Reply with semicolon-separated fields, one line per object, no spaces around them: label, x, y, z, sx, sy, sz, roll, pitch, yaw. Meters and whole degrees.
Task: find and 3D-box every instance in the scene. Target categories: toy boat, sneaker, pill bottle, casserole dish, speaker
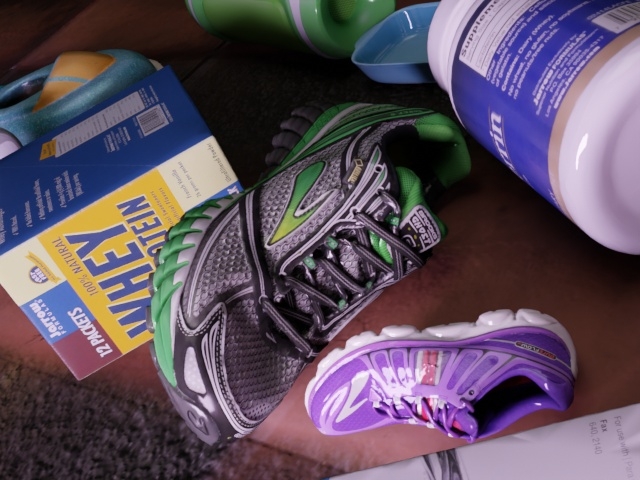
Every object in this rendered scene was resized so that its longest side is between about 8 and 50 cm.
toy boat;-0.305;-0.123;1.098;0.267;0.148;0.318;-19;33;15
sneaker;0.000;0.000;0.704;0.146;0.134;0.343;-1;40;35
pill bottle;0.183;-0.112;0.703;0.153;0.153;0.264;-30;32;-2
casserole dish;0.118;-0.196;0.982;0.188;0.037;0.114;7;46;42
speaker;-0.045;-0.285;1.146;0.131;0.131;0.296;-41;34;-19
sneaker;0.069;0.090;0.591;0.170;0.068;0.071;-16;40;18

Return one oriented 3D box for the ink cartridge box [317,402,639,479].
ink cartridge box;0.076;0.159;0.415;0.191;0.139;0.082;-17;33;18

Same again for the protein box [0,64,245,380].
protein box;-0.172;-0.025;0.867;0.201;0.136;0.200;-30;32;-3
